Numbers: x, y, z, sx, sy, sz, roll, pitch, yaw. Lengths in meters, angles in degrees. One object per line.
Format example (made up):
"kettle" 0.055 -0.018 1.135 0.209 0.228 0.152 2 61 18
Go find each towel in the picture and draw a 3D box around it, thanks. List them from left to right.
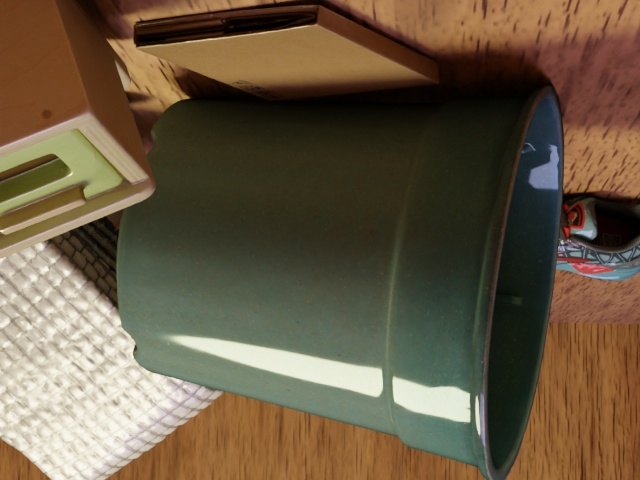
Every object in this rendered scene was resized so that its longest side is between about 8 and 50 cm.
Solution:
"towel" -0.255 0.091 1.631 0.235 0.121 0.284 -36 109 30

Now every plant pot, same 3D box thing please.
"plant pot" 0.021 0.015 1.457 0.334 0.341 0.341 8 174 16

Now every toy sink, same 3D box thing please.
"toy sink" -0.215 -0.076 1.182 0.153 0.131 0.234 -21 164 2

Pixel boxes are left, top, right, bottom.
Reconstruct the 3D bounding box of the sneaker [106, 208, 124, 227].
"sneaker" -0.352 0.007 1.879 0.169 0.108 0.292 -2 -163 38

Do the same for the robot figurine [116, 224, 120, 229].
"robot figurine" -0.140 0.002 1.908 0.211 0.085 0.291 -38 167 15

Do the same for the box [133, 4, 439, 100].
"box" -0.022 -0.144 1.293 0.164 0.021 0.201 -3 171 30

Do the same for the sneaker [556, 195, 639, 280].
"sneaker" 0.283 -0.019 1.972 0.262 0.104 0.125 -1 156 -14
